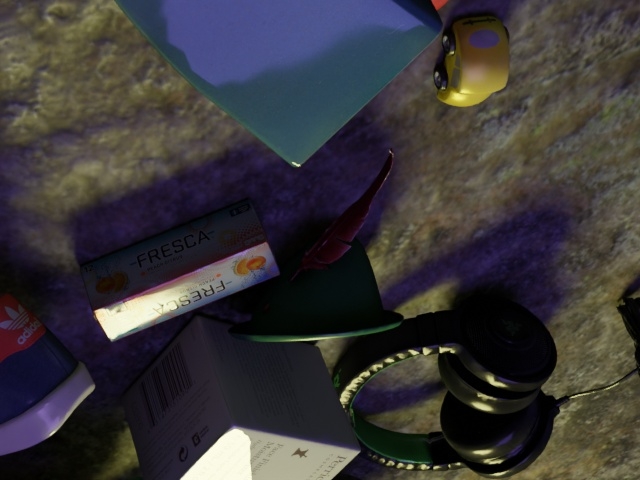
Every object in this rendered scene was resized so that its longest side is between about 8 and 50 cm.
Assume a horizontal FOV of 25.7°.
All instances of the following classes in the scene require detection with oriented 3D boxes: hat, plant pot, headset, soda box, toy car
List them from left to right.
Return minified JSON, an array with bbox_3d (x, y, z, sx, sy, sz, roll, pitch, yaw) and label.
[{"bbox_3d":[-0.137,0.030,1.373,0.183,0.063,0.058,-21,141,-3],"label":"soda box"},{"bbox_3d":[-0.059,-0.210,1.071,0.166,0.165,0.234,-42,128,21],"label":"plant pot"},{"bbox_3d":[0.000,0.000,1.433,0.208,0.183,0.173,-3,-174,17],"label":"hat"},{"bbox_3d":[0.207,0.153,1.662,0.394,0.185,0.243,-6,136,2],"label":"headset"},{"bbox_3d":[0.172,-0.226,1.247,0.225,0.053,0.239,-30,141,8],"label":"toy car"}]

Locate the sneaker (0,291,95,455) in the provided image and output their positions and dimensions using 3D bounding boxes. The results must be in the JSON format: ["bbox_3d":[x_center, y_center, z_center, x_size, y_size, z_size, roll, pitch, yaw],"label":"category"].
[{"bbox_3d":[-0.382,0.152,1.363,0.350,0.131,0.148,-27,105,27],"label":"sneaker"}]

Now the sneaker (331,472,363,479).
[{"bbox_3d":[-0.042,0.393,1.811,0.300,0.111,0.121,-32,147,21],"label":"sneaker"}]

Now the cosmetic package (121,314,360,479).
[{"bbox_3d":[-0.087,0.198,1.517,0.183,0.151,0.151,17,126,-39],"label":"cosmetic package"}]

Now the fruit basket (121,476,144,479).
[{"bbox_3d":[-0.309,0.312,1.480,0.327,0.165,0.353,-12,150,23],"label":"fruit basket"}]
